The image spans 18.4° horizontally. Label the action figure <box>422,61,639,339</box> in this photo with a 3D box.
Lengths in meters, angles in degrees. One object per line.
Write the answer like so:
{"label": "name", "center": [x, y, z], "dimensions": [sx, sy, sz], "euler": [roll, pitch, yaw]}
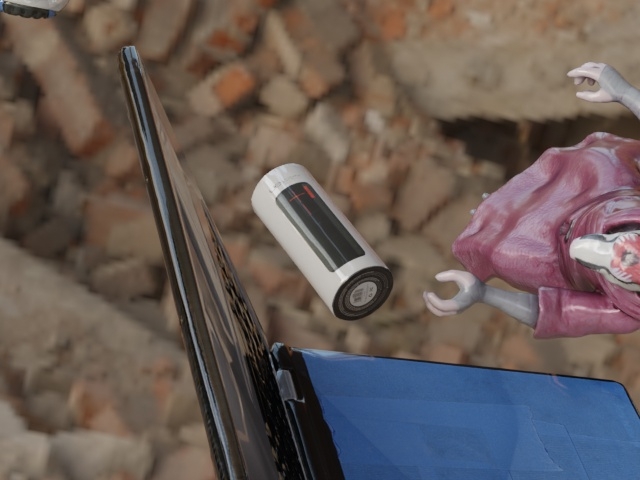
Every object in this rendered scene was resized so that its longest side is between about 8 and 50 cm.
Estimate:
{"label": "action figure", "center": [0.244, 0.021, 1.639], "dimensions": [0.276, 0.248, 0.370], "euler": [39, 2, -12]}

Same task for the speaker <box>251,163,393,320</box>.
{"label": "speaker", "center": [0.000, 0.000, 1.530], "dimensions": [0.055, 0.055, 0.136], "euler": [-4, 40, -34]}

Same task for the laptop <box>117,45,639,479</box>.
{"label": "laptop", "center": [0.084, 0.106, 1.107], "dimensions": [0.236, 0.408, 0.382], "euler": [-21, 39, 1]}

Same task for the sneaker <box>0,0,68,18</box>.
{"label": "sneaker", "center": [-0.188, -0.236, 1.422], "dimensions": [0.080, 0.081, 0.211], "euler": [12, 32, -3]}
